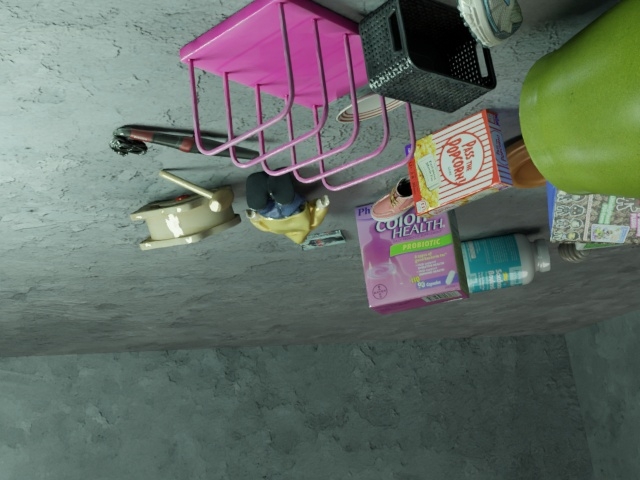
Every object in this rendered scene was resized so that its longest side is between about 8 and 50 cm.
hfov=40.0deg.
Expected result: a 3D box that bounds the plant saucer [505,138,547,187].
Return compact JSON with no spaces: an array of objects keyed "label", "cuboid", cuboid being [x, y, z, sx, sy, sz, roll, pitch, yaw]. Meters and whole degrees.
[{"label":"plant saucer","cuboid":[0.457,-0.162,1.813,0.200,0.037,0.200,-10,155,-5]}]

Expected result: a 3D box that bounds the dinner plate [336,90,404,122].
[{"label":"dinner plate","cuboid":[0.092,-0.231,1.467,0.141,0.017,0.141,-17,173,-2]}]

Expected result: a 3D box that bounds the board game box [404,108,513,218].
[{"label":"board game box","cuboid":[0.256,-0.141,1.654,0.193,0.146,0.045,-23,158,39]}]

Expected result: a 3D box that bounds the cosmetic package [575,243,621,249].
[{"label":"cosmetic package","cuboid":[0.682,-0.105,1.958,0.197,0.155,0.365,-7,165,5]}]

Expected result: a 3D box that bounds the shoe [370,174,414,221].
[{"label":"shoe","cuboid":[0.172,-0.097,1.917,0.178,0.063,0.081,-23,157,28]}]

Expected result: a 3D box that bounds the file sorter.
[{"label":"file sorter","cuboid":[-0.022,-0.197,1.275,0.202,0.182,0.291,-21,159,38]}]

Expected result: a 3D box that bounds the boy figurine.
[{"label":"boy figurine","cuboid":[-0.062,-0.064,1.862,0.177,0.092,0.285,-12,164,12]}]

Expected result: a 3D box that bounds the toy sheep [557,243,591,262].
[{"label":"toy sheep","cuboid":[0.736,0.022,2.530,0.091,0.091,0.132,1,166,-28]}]

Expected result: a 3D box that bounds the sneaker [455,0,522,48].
[{"label":"sneaker","cuboid":[0.217,-0.330,1.077,0.122,0.110,0.283,-19,161,23]}]

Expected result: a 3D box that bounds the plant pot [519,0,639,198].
[{"label":"plant pot","cuboid":[0.495,-0.205,1.276,0.367,0.366,0.353,3,171,-32]}]

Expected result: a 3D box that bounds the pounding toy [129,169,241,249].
[{"label":"pounding toy","cuboid":[-0.259,-0.082,1.751,0.270,0.154,0.154,-8,-165,34]}]

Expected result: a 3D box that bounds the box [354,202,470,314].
[{"label":"box","cuboid":[0.211,0.027,2.022,0.214,0.243,0.117,-12,163,17]}]

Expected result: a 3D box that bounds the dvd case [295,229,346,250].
[{"label":"dvd case","cuboid":[0.000,0.000,2.238,0.119,0.013,0.087,-9,163,8]}]

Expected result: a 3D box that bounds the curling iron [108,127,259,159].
[{"label":"curling iron","cuboid":[-0.235,-0.166,1.539,0.274,0.035,0.068,1,165,-26]}]

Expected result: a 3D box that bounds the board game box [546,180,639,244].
[{"label":"board game box","cuboid":[0.554,-0.122,1.556,0.291,0.232,0.141,1,137,9]}]

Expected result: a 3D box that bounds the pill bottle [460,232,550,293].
[{"label":"pill bottle","cuboid":[0.494,0.060,2.434,0.264,0.146,0.146,-10,163,6]}]

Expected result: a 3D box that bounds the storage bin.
[{"label":"storage bin","cuboid":[0.152,-0.262,1.241,0.180,0.122,0.084,6,159,-38]}]
